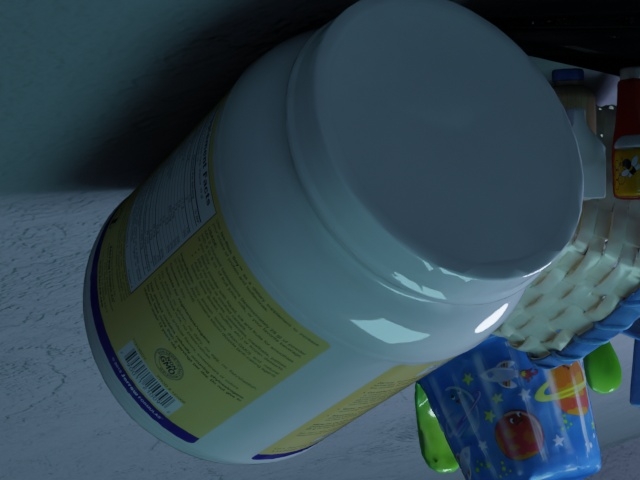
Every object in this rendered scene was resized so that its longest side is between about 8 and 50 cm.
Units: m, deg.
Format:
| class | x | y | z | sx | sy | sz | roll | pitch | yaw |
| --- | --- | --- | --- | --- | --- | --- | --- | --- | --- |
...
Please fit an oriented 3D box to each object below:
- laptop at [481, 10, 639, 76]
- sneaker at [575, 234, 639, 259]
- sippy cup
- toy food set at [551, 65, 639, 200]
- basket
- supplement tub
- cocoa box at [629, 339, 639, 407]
| class | x | y | z | sx | sy | sz | roll | pitch | yaw |
| --- | --- | --- | --- | --- | --- | --- | --- | --- | --- |
| laptop | 0.372 | -0.234 | 1.086 | 0.407 | 0.236 | 0.382 | 5 | -179 | 42 |
| sneaker | 0.341 | -0.025 | 1.557 | 0.258 | 0.091 | 0.094 | -9 | 160 | -25 |
| sippy cup | 0.247 | 0.213 | 1.966 | 0.240 | 0.224 | 0.305 | -16 | 163 | -4 |
| toy food set | 0.195 | -0.081 | 1.094 | 0.111 | 0.105 | 0.232 | -1 | 180 | -19 |
| basket | 0.250 | 0.000 | 1.318 | 0.289 | 0.201 | 0.255 | 23 | 148 | -16 |
| supplement tub | 0.000 | 0.000 | 1.072 | 0.241 | 0.241 | 0.331 | -4 | 158 | -35 |
| cocoa box | 0.539 | 0.096 | 1.682 | 0.347 | 0.228 | 0.231 | 3 | 172 | 27 |
